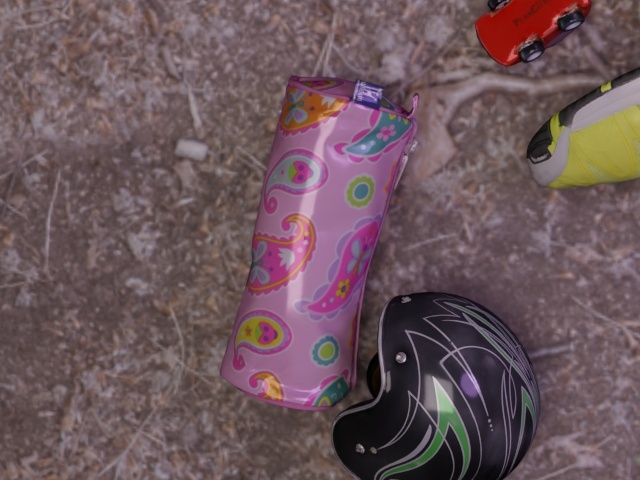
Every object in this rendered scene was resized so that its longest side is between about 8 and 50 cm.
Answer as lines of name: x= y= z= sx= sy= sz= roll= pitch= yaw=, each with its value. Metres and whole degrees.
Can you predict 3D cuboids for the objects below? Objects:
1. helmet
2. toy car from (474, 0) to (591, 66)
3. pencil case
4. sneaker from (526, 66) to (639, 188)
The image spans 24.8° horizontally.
helmet: x=0.101 y=0.129 z=1.212 sx=0.169 sy=0.169 sz=0.161 roll=42 pitch=120 yaw=6
toy car: x=0.264 y=-0.224 z=1.172 sx=0.225 sy=0.053 sz=0.239 roll=26 pitch=102 yaw=24
pencil case: x=0.000 y=0.000 z=1.244 sx=0.124 sy=0.124 sz=0.284 roll=16 pitch=98 yaw=11
sneaker: x=0.352 y=-0.090 z=1.138 sx=0.385 sy=0.145 sz=0.147 roll=-15 pitch=92 yaw=16
